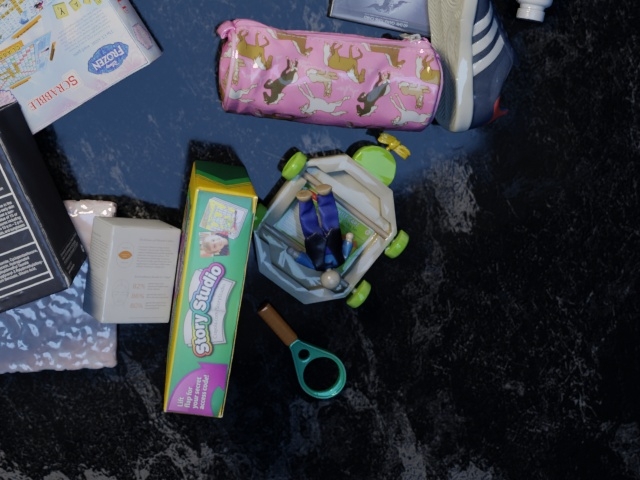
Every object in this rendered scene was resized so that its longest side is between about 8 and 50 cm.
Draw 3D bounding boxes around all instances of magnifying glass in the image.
[{"bbox_3d":[-0.038,0.210,1.779,0.092,0.026,0.231,-39,105,1],"label":"magnifying glass"}]

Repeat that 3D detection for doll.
[{"bbox_3d":[0.000,0.000,1.654,0.129,0.046,0.189,-18,111,-15],"label":"doll"}]

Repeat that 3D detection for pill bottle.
[{"bbox_3d":[0.389,-0.457,1.671,0.067,0.067,0.120,8,101,-11],"label":"pill bottle"}]

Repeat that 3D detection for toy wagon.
[{"bbox_3d":[0.035,-0.049,1.709,0.267,0.068,0.344,37,94,-15],"label":"toy wagon"}]

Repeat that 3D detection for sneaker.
[{"bbox_3d":[0.281,-0.370,1.642,0.148,0.131,0.350,-12,119,-22],"label":"sneaker"}]

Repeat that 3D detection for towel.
[{"bbox_3d":[-0.528,0.082,1.658,0.331,0.053,0.317,-1,104,-9],"label":"towel"}]

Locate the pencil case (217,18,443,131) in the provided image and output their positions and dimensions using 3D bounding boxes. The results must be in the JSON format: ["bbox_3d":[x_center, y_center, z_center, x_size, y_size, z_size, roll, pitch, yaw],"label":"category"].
[{"bbox_3d":[0.011,-0.284,1.605,0.385,0.160,0.167,3,80,-9],"label":"pencil case"}]

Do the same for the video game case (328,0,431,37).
[{"bbox_3d":[0.135,-0.513,1.641,0.196,0.026,0.274,9,100,-11],"label":"video game case"}]

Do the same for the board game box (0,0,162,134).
[{"bbox_3d":[-0.470,-0.356,1.498,0.318,0.066,0.318,-24,107,23],"label":"board game box"}]

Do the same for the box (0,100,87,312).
[{"bbox_3d":[-0.578,-0.032,1.494,0.296,0.183,0.294,-20,107,2],"label":"box"}]

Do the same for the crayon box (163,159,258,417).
[{"bbox_3d":[-0.189,0.068,1.572,0.106,0.313,0.363,7,102,-11],"label":"crayon box"}]

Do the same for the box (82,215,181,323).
[{"bbox_3d":[-0.329,0.051,1.618,0.130,0.091,0.171,3,100,-36],"label":"box"}]
